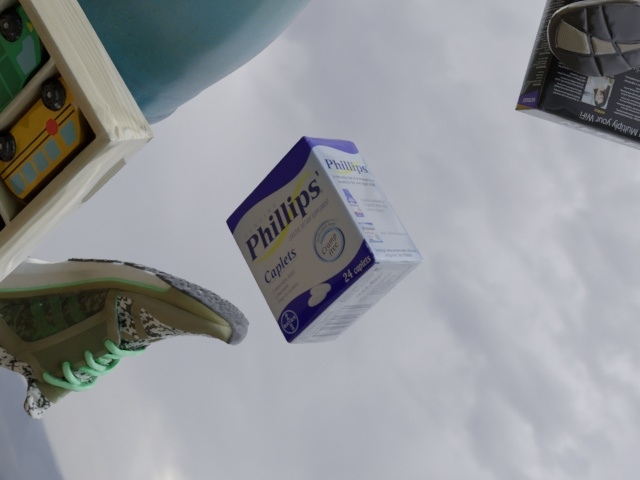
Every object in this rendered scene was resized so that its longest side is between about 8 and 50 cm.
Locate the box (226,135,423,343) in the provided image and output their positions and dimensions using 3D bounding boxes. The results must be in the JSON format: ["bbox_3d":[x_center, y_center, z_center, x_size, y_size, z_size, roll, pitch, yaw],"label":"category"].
[{"bbox_3d":[0.000,0.000,0.936,0.126,0.072,0.137,-45,-118,31],"label":"box"}]

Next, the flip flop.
[{"bbox_3d":[0.409,-0.291,1.378,0.112,0.277,0.080,88,-24,-43],"label":"flip flop"}]

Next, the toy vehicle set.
[{"bbox_3d":[-0.225,-0.053,0.618,0.267,0.035,0.166,-37,-101,31],"label":"toy vehicle set"}]

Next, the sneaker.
[{"bbox_3d":[-0.270,0.114,1.201,0.158,0.410,0.182,23,72,-65],"label":"sneaker"}]

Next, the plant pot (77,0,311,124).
[{"bbox_3d":[-0.113,-0.277,0.974,0.272,0.255,0.271,42,36,-42],"label":"plant pot"}]

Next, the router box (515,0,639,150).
[{"bbox_3d":[0.456,-0.255,1.496,0.081,0.309,0.242,-156,-97,-77],"label":"router box"}]
